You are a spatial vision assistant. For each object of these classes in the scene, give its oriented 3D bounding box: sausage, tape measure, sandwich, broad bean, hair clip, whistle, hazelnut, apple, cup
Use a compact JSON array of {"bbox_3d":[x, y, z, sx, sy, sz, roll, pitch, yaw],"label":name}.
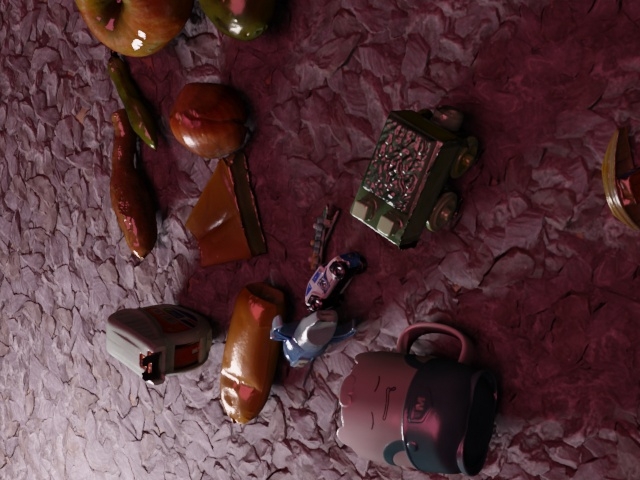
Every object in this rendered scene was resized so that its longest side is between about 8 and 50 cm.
[{"bbox_3d":[-0.160,0.268,1.940,0.134,0.116,0.353,23,116,17],"label":"sausage"},{"bbox_3d":[-0.387,0.250,2.025,0.243,0.246,0.125,23,112,43],"label":"tape measure"},{"bbox_3d":[-0.243,-0.066,1.967,0.212,0.063,0.244,-12,90,40],"label":"sandwich"},{"bbox_3d":[-0.472,-0.357,2.080,0.325,0.067,0.075,62,144,15],"label":"broad bean"},{"bbox_3d":[-0.001,-0.001,1.813,0.049,0.049,0.172,28,116,30],"label":"hair clip"},{"bbox_3d":[-0.025,0.203,1.794,0.269,0.180,0.093,126,145,-57],"label":"whistle"},{"bbox_3d":[-0.256,-0.267,1.870,0.182,0.182,0.182,8,104,36],"label":"hazelnut"},{"bbox_3d":[-0.413,-0.585,1.894,0.278,0.250,0.309,15,130,19],"label":"apple"},{"bbox_3d":[0.201,0.302,1.624,0.258,0.219,0.289,2,68,37],"label":"cup"}]

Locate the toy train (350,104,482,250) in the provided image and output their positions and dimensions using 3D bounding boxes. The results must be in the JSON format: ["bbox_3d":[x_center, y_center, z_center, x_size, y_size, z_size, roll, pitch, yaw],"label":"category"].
[{"bbox_3d":[0.178,-0.123,1.554,0.159,0.188,0.271,36,121,28],"label":"toy train"}]

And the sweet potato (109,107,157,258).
[{"bbox_3d":[-0.483,-0.139,2.116,0.109,0.109,0.385,-17,83,38],"label":"sweet potato"}]

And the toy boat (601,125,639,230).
[{"bbox_3d":[0.508,-0.101,1.384,0.066,0.065,0.172,-9,99,51],"label":"toy boat"}]

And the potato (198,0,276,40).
[{"bbox_3d":[-0.175,-0.542,1.770,0.186,0.148,0.253,-22,76,22],"label":"potato"}]

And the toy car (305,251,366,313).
[{"bbox_3d":[0.023,0.091,1.785,0.070,0.080,0.170,47,124,22],"label":"toy car"}]
